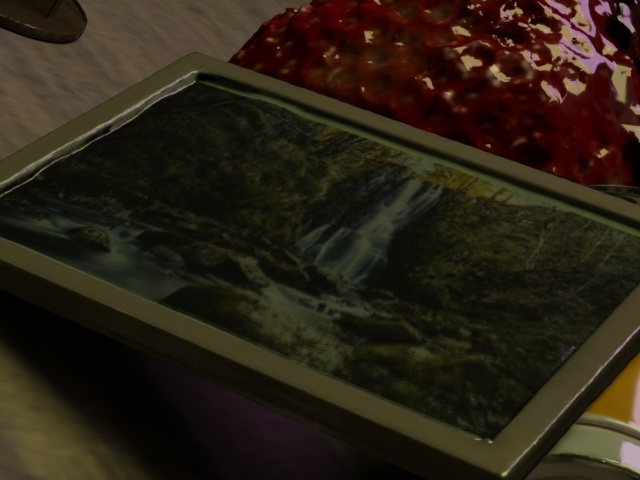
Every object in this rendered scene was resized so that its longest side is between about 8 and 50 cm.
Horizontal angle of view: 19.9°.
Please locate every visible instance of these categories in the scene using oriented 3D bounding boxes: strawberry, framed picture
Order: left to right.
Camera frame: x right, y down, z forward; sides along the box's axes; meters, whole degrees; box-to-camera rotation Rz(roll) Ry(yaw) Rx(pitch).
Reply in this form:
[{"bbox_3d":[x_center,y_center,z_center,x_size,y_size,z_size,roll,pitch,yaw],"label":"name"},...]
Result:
[{"bbox_3d":[0.000,0.000,0.871,0.324,0.020,0.240,22,35,27],"label":"framed picture"},{"bbox_3d":[0.058,-0.055,1.117,0.288,0.250,0.239,-1,56,-18],"label":"strawberry"}]

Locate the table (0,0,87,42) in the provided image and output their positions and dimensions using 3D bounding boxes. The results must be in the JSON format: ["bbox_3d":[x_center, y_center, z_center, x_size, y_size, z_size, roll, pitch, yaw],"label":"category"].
[{"bbox_3d":[-0.182,-0.275,1.239,0.167,0.227,0.167,29,18,-11],"label":"table"}]

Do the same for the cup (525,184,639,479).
[{"bbox_3d":[0.135,0.097,0.908,0.196,0.196,0.280,33,26,-1],"label":"cup"}]
